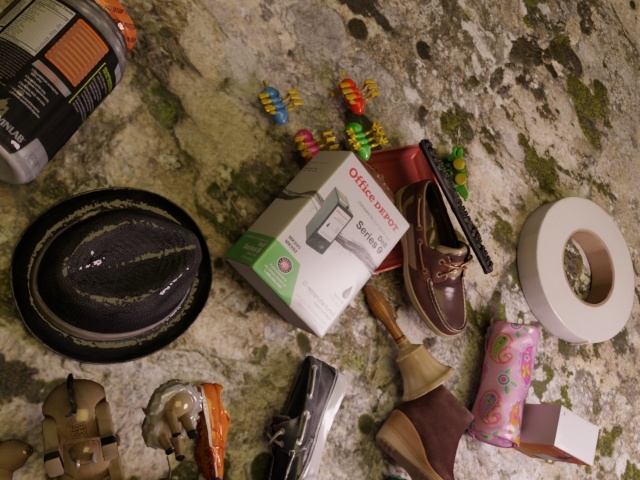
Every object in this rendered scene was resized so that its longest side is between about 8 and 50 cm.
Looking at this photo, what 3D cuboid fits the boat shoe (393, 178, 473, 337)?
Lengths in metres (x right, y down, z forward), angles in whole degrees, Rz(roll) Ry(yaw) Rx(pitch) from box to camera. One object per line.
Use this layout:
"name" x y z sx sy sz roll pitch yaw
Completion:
"boat shoe" 0.251 0.036 1.287 0.123 0.123 0.341 -10 85 -32

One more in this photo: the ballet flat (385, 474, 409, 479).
"ballet flat" 0.216 0.531 1.244 0.203 0.074 0.074 20 69 -19

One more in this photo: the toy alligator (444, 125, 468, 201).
"toy alligator" 0.322 -0.185 1.478 0.051 0.056 0.189 -7 80 10

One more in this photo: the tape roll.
"tape roll" 0.682 0.078 1.617 0.392 0.072 0.391 8 75 -29

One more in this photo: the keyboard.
"keyboard" 0.300 -0.079 1.340 0.317 0.033 0.201 63 13 -1

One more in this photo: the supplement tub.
"supplement tub" -0.443 -0.260 0.960 0.194 0.194 0.316 39 62 -17

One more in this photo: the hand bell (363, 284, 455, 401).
"hand bell" 0.165 0.199 1.282 0.126 0.126 0.242 -26 81 -32

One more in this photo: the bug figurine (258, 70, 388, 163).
"bug figurine" 0.007 -0.254 1.279 0.279 0.072 0.216 -13 71 -27

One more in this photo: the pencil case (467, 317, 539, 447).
"pencil case" 0.413 0.318 1.382 0.124 0.124 0.284 29 65 -22

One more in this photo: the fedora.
"fedora" -0.314 0.045 0.991 0.334 0.152 0.333 7 76 -29

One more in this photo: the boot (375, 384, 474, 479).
"boot" 0.256 0.416 1.235 0.207 0.090 0.248 -30 63 -35

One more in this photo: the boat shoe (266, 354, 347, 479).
"boat shoe" -0.049 0.352 1.107 0.102 0.108 0.301 36 61 -19

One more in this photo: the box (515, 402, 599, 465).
"box" 0.507 0.433 1.375 0.130 0.170 0.091 31 65 -20

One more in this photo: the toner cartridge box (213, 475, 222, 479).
"toner cartridge box" -0.111 0.576 1.011 0.165 0.075 0.347 -42 102 -9

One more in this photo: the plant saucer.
"plant saucer" 0.163 -0.074 1.360 0.259 0.048 0.258 -14 87 -32

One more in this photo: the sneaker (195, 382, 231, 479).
"sneaker" -0.181 0.335 1.060 0.067 0.064 0.175 1 82 -43

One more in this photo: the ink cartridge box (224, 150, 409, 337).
"ink cartridge box" 0.000 0.000 1.151 0.289 0.122 0.211 -51 119 -17

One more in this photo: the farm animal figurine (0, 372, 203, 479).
"farm animal figurine" -0.361 0.327 0.884 0.331 0.172 0.326 3 119 -30

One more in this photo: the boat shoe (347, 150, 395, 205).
"boat shoe" 0.096 -0.122 1.261 0.178 0.064 0.060 47 48 -31
